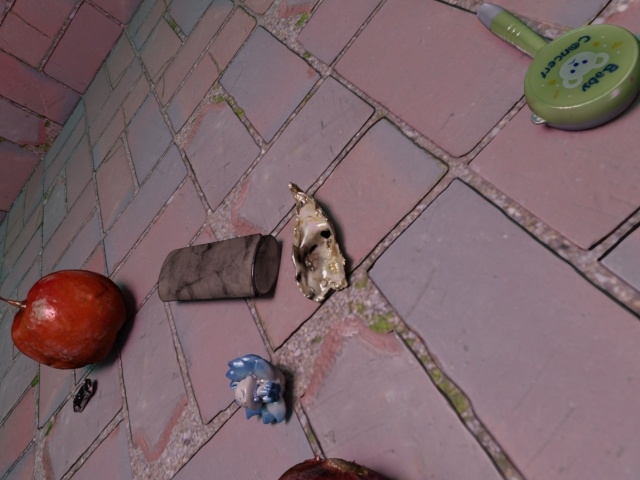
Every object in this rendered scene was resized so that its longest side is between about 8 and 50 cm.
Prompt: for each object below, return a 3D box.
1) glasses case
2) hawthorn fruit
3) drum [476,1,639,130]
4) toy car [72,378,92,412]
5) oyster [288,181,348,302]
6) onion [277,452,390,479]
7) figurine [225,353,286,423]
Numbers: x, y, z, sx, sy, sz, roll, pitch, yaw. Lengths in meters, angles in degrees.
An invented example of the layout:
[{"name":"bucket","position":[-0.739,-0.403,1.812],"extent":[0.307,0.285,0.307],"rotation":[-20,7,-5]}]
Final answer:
[{"name":"glasses case","position":[-0.204,0.060,0.797],"extent":[0.300,0.060,0.113],"rotation":[-10,64,39]},{"name":"hawthorn fruit","position":[-0.595,0.168,0.948],"extent":[0.242,0.272,0.241],"rotation":[-24,50,32]},{"name":"drum","position":[0.262,-0.219,0.520],"extent":[0.130,0.049,0.253],"rotation":[-52,45,10]},{"name":"toy car","position":[-0.566,0.369,1.000],"extent":[0.093,0.025,0.041],"rotation":[-52,47,15]},{"name":"oyster","position":[-0.001,0.000,0.664],"extent":[0.106,0.061,0.199],"rotation":[-5,69,21]},{"name":"onion","position":[0.008,0.326,0.420],"extent":[0.160,0.160,0.194],"rotation":[1,72,42]},{"name":"figurine","position":[-0.101,0.217,0.618],"extent":[0.115,0.079,0.114],"rotation":[12,119,23]}]
